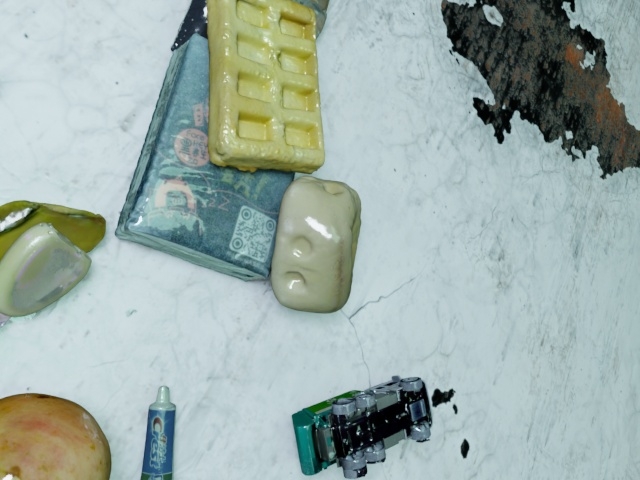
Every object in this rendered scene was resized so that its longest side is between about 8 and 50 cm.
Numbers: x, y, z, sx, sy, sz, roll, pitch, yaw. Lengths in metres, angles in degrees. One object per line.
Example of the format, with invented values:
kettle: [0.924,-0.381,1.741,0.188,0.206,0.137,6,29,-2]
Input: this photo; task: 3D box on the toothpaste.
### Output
toothpaste: [-0.221,0.300,0.752,0.057,0.035,0.197,4,81,-19]

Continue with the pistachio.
pistachio: [-0.361,-0.012,0.687,0.173,0.049,0.089,-18,125,-41]

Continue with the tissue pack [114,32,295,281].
tissue pack: [-0.146,-0.118,0.829,0.228,0.103,0.315,24,70,-33]

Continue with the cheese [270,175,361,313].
cheese: [0.000,0.000,0.855,0.117,0.235,0.217,8,55,8]

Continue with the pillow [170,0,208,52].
pillow: [-0.122,-0.328,0.894,0.209,0.055,0.141,19,97,-32]

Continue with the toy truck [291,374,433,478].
toy truck: [0.066,0.300,0.903,0.254,0.124,0.114,-9,88,-38]

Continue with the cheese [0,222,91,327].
cheese: [-0.369,0.070,0.659,0.192,0.037,0.097,-50,141,-12]

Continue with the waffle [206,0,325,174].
waffle: [-0.079,-0.233,0.792,0.168,0.057,0.273,4,79,-36]

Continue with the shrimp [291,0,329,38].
shrimp: [-0.048,-0.460,0.984,0.145,0.059,0.254,16,78,-23]

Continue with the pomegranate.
pomegranate: [-0.321,0.262,0.595,0.191,0.191,0.191,6,79,-35]
